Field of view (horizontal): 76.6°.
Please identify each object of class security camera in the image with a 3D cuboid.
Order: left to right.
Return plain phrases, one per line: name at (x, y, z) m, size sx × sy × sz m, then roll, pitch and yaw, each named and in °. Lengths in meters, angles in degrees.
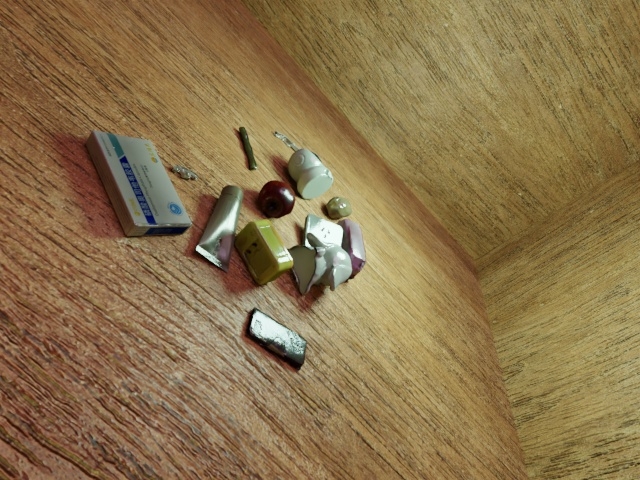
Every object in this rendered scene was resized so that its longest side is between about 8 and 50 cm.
security camera at (-0.067, -0.351, 2.053) m, size 0.195 × 0.194 × 0.236 m, roll 7°, pitch 45°, yaw -54°

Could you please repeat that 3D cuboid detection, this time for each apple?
apple at (-0.180, -0.183, 1.722) m, size 0.156 × 0.147 × 0.158 m, roll 25°, pitch 31°, yaw -5°

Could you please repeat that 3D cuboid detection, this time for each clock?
clock at (-0.200, 0.039, 1.417) m, size 0.096 × 0.143 × 0.202 m, roll -16°, pitch 70°, yaw -53°

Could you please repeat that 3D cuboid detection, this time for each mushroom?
mushroom at (-0.487, -0.242, 1.456) m, size 0.101 × 0.019 × 0.049 m, roll 17°, pitch 43°, yaw -46°

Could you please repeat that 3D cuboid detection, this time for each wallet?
wallet at (-0.135, 0.313, 1.307) m, size 0.232 × 0.031 × 0.121 m, roll 40°, pitch 28°, yaw -23°

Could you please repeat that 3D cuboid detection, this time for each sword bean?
sword bean at (-0.336, -0.427, 1.890) m, size 0.043 × 0.038 × 0.269 m, roll 24°, pitch 39°, yaw -51°

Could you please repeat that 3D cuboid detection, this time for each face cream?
face cream at (-0.337, -0.055, 1.406) m, size 0.137 × 0.084 × 0.341 m, roll 44°, pitch 34°, yaw -34°

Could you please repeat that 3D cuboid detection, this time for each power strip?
power strip at (0.000, 0.000, 1.839) m, size 0.199 × 0.064 × 0.213 m, roll 24°, pitch 51°, yaw -21°

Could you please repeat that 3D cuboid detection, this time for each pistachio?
pistachio at (0.100, -0.171, 2.165) m, size 0.185 × 0.124 × 0.124 m, roll 16°, pitch 44°, yaw -58°

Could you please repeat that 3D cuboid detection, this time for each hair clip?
hair clip at (-0.171, -0.549, 2.290) m, size 0.226 × 0.034 × 0.072 m, roll 36°, pitch 28°, yaw -24°

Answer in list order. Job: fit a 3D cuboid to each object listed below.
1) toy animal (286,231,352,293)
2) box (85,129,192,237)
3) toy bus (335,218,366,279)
toy animal at (0.001, 0.083, 1.637) m, size 0.249 × 0.174 × 0.289 m, roll 54°, pitch 29°, yaw 4°
box at (-0.547, -0.169, 1.227) m, size 0.200 × 0.065 × 0.343 m, roll -5°, pitch 60°, yaw -59°
toy bus at (0.128, 0.035, 1.927) m, size 0.128 × 0.147 × 0.302 m, roll 29°, pitch 34°, yaw -27°
